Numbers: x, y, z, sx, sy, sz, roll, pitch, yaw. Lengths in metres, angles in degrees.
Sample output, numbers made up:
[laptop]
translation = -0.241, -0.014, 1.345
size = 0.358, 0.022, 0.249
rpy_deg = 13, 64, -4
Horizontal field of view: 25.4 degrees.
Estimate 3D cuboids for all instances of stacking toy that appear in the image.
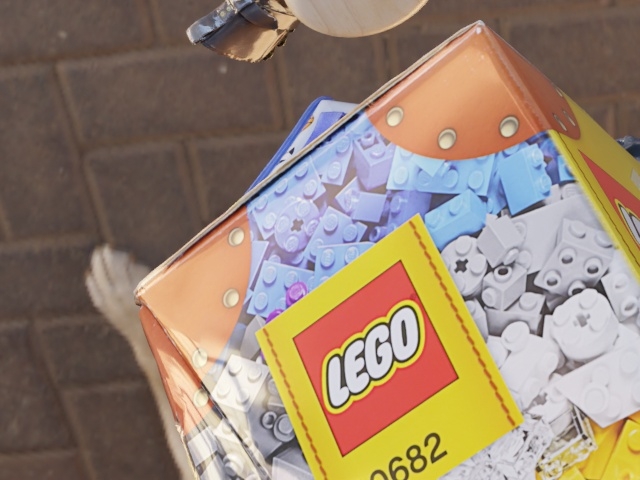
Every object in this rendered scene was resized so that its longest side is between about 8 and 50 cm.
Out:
[stacking toy]
translation = 0.007, -0.343, 1.299
size = 0.141, 0.330, 0.141
rpy_deg = -9, 143, -7

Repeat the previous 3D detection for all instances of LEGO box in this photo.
[LEGO box]
translation = 0.188, 0.183, 0.646
size = 0.193, 0.372, 0.500
rpy_deg = -37, 146, 18

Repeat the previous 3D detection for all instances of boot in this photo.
[boot]
translation = -0.009, -0.287, 1.594
size = 0.229, 0.091, 0.263
rpy_deg = -44, 156, 30

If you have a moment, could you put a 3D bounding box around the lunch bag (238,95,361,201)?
[lunch bag]
translation = 0.000, 0.000, 1.473
size = 0.115, 0.303, 0.243
rpy_deg = 10, 139, 27

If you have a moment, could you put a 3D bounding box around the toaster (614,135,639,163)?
[toaster]
translation = 0.266, 0.020, 1.007
size = 0.227, 0.129, 0.146
rpy_deg = 6, 131, 6
